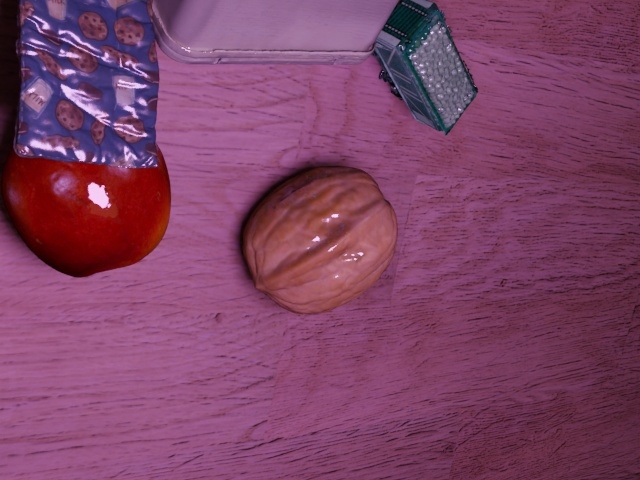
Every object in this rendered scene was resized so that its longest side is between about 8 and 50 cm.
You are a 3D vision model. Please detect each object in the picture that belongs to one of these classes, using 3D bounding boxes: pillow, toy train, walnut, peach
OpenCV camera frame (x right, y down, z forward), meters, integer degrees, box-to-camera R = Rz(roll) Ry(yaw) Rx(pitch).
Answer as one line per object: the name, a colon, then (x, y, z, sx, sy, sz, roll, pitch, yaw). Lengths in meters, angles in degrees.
pillow: (-0.291, -0.220, 1.322, 0.189, 0.034, 0.255, 2, 82, -33)
toy train: (0.148, -0.298, 1.700, 0.115, 0.154, 0.269, -53, 142, -12)
walnut: (0.000, 0.000, 1.687, 0.261, 0.225, 0.225, -38, 127, -14)
peach: (-0.309, -0.072, 1.428, 0.244, 0.200, 0.243, -6, 99, -45)

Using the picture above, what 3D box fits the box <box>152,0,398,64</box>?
box: (-0.024, -0.410, 1.417, 0.352, 0.177, 0.344, -6, 148, -35)
